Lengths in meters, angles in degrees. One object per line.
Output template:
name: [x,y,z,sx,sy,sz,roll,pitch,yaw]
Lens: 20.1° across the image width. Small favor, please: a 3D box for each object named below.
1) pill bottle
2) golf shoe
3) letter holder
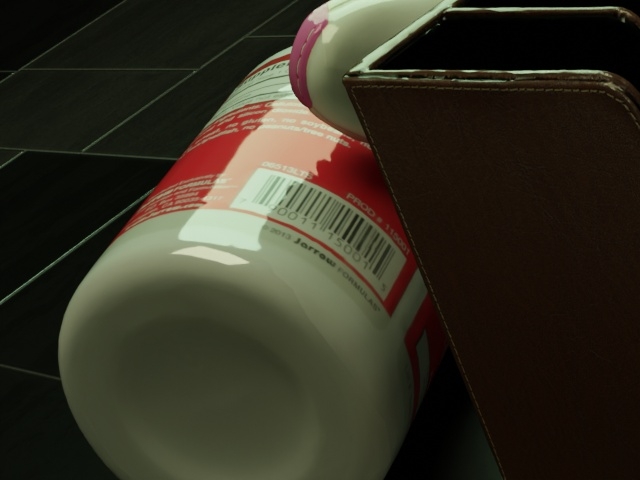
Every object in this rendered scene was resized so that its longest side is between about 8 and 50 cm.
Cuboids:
pill bottle: [0.000,0.000,1.270,0.229,0.229,0.408,-10,27,28]
golf shoe: [0.128,-0.092,1.153,0.306,0.115,0.140,7,14,-31]
letter holder: [0.181,0.006,1.002,0.152,0.302,0.214,-38,28,-31]
